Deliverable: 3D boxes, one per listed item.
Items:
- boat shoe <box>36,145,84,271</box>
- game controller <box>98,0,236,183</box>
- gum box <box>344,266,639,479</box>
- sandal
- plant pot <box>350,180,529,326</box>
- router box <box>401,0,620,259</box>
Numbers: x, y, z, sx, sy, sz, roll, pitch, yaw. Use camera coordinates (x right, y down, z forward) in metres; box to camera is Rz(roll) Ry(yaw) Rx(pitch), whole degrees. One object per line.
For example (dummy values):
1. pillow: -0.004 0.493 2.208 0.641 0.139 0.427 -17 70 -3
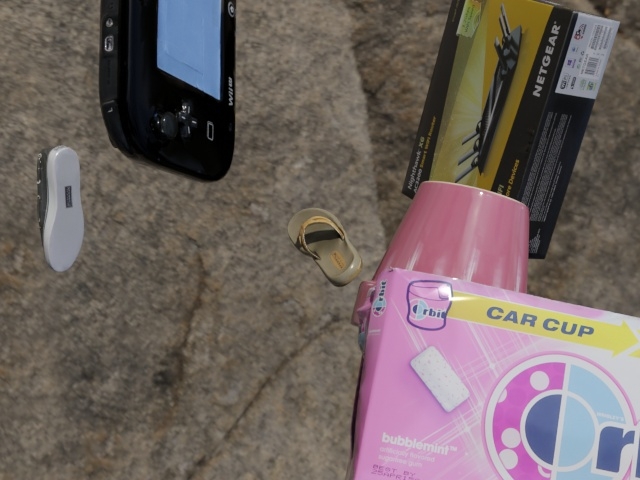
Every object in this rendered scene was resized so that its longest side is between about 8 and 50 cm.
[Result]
1. boat shoe: -0.297 -0.037 1.049 0.049 0.040 0.142 -6 102 -53
2. game controller: -0.116 -0.209 0.759 0.166 0.067 0.319 11 77 -58
3. gum box: 0.102 0.086 0.439 0.188 0.062 0.107 12 74 1
4. sandal: 0.000 0.000 1.295 0.072 0.180 0.049 -46 127 5
5. plant pot: 0.153 0.036 1.054 0.201 0.201 0.180 20 84 -41
6. router box: 0.234 -0.162 1.213 0.081 0.243 0.309 3 110 -29
